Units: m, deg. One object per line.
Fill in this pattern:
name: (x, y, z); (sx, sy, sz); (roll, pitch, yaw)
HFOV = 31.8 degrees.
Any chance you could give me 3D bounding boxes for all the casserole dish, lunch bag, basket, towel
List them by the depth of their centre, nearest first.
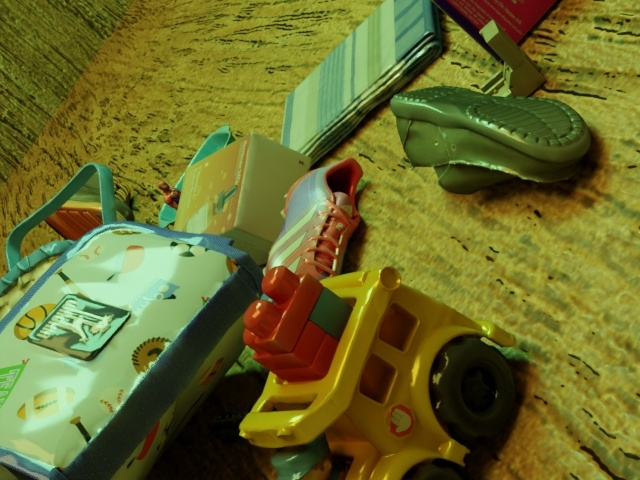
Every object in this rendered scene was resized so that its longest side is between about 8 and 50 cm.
lunch bag: (-0.251, 0.163, 1.173); (0.385, 0.239, 0.328); (-24, 23, 51)
towel: (0.049, -0.213, 1.452); (0.285, 0.034, 0.209); (-41, 27, 28)
basket: (-0.364, 0.064, 1.605); (0.255, 0.201, 0.289); (-34, 62, 37)
casserole dish: (-0.181, -0.090, 1.715); (0.188, 0.037, 0.114); (-60, 24, -10)

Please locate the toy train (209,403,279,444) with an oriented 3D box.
toy train: (-0.067, 0.183, 1.143); (0.158, 0.027, 0.036); (-21, 36, 51)

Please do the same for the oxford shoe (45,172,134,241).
oxford shoe: (-0.394, -0.067, 1.980); (0.133, 0.130, 0.363); (-53, 23, -15)

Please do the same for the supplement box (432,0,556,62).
supplement box: (0.215, -0.317, 1.182); (0.220, 0.114, 0.111); (-46, 24, 14)

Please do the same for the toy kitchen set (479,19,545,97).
toy kitchen set: (0.164, -0.168, 1.119); (0.083, 0.075, 0.068); (-41, 26, 20)

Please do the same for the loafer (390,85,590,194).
loafer: (0.156, -0.086, 1.039); (0.094, 0.087, 0.251); (-15, 21, -23)

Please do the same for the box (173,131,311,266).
box: (-0.102, -0.040, 1.397); (0.170, 0.091, 0.130); (-22, 53, 52)

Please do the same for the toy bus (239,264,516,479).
toy bus: (0.015, 0.124, 0.841); (0.149, 0.211, 0.220); (-13, 48, 55)

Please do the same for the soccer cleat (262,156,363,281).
soccer cleat: (0.000, 0.000, 1.205); (0.095, 0.083, 0.248); (-36, 26, 27)

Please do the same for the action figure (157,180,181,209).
action figure: (-0.179, -0.047, 1.552); (0.030, 0.115, 0.038); (-36, 30, 36)
